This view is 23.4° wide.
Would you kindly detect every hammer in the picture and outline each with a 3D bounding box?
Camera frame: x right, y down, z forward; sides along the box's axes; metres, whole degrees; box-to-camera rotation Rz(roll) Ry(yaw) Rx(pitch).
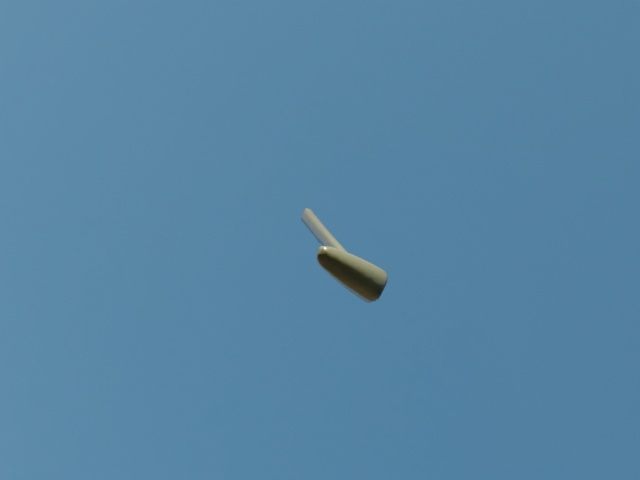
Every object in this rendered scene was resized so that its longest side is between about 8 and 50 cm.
[{"bbox_3d":[0.000,0.000,1.255,0.060,0.195,0.028,31,-84,-21],"label":"hammer"}]
